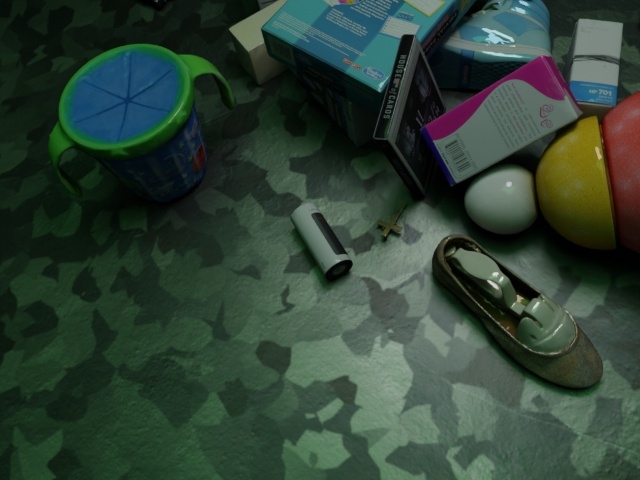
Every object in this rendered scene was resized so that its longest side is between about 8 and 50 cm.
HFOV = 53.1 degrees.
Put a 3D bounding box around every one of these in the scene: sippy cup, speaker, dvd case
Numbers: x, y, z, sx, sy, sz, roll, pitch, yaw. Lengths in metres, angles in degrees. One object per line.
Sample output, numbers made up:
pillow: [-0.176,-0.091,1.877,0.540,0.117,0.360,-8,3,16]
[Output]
sippy cup: [-0.315,-0.193,1.167,0.305,0.224,0.240,-1,61,8]
speaker: [0.000,0.000,1.109,0.055,0.055,0.136,-28,60,-7]
dvd case: [0.155,-0.197,1.066,0.029,0.238,0.180,10,77,26]

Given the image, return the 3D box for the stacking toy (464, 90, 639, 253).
stacking toy: [0.464,-0.097,0.995,0.479,0.350,0.351,-7,59,26]

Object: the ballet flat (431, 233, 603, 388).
ballet flat: [0.292,0.101,0.977,0.316,0.106,0.107,39,74,25]

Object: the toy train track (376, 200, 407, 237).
toy train track: [0.130,-0.036,1.132,0.048,0.014,0.083,20,61,26]

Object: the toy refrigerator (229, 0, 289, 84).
toy refrigerator: [-0.048,-0.448,1.334,0.269,0.102,0.094,-33,62,-9]

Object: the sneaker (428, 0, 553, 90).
sneaker: [0.294,-0.406,1.246,0.318,0.127,0.208,12,66,4]

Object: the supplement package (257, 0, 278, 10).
supplement package: [-0.095,-0.561,1.357,0.105,0.179,0.105,-15,60,1]

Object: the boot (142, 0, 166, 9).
boot: [-0.382,-0.601,1.504,0.121,0.045,0.099,34,74,16]

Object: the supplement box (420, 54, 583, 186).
supplement box: [0.294,-0.193,1.040,0.220,0.114,0.111,-28,90,31]

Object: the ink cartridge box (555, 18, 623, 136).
ink cartridge box: [0.470,-0.270,1.131,0.082,0.140,0.191,11,64,15]

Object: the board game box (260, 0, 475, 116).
board game box: [0.100,-0.412,1.137,0.253,0.079,0.336,33,74,19]

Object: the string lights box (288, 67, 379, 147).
string lights box: [0.024,-0.317,1.232,0.076,0.133,0.260,-32,62,-9]
